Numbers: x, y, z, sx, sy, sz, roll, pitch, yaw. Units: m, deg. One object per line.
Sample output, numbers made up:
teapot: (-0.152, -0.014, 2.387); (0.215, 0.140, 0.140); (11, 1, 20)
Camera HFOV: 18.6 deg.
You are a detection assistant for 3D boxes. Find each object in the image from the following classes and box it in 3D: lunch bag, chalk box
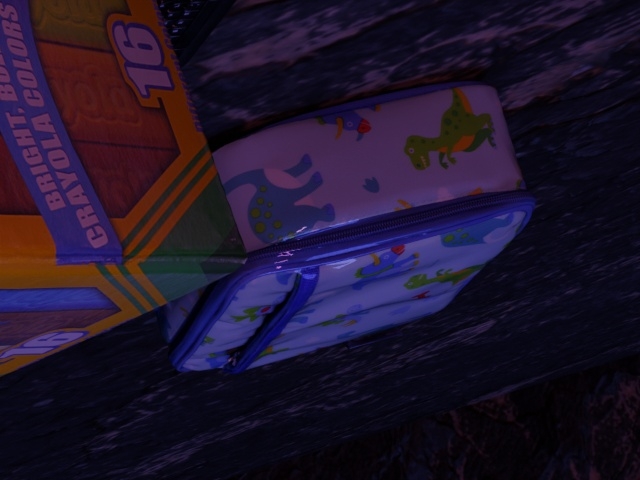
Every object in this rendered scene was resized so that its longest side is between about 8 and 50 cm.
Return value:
lunch bag: (0.000, 0.000, 1.017); (0.176, 0.090, 0.219); (-12, 166, -19)
chalk box: (-0.142, -0.030, 0.509); (0.132, 0.132, 0.213); (-24, 169, 25)

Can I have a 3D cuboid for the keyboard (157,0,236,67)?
keyboard: (-0.061, -0.075, 0.676); (0.100, 0.038, 0.192); (-14, 167, -24)
